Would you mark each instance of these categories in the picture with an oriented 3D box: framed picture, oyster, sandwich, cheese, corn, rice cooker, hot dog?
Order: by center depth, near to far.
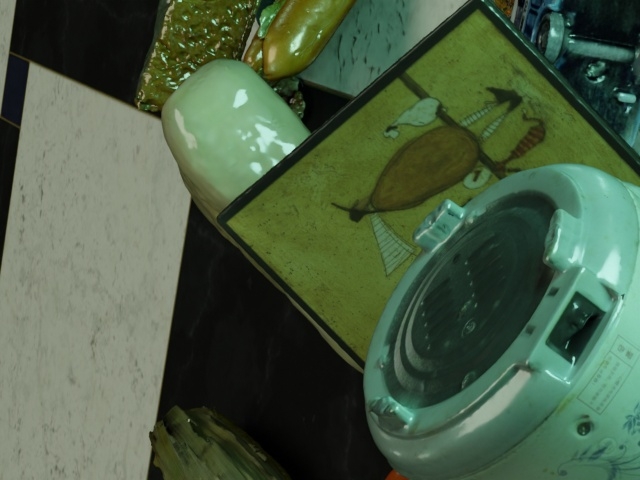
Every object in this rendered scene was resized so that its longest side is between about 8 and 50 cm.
[{"bbox_3d":[0.195,0.107,1.239,0.264,0.317,0.317,-59,25,-13],"label":"rice cooker"},{"bbox_3d":[0.101,-0.013,1.451,0.339,0.255,0.014,-38,10,38],"label":"framed picture"},{"bbox_3d":[0.000,0.000,1.733,0.351,0.129,0.328,47,177,6],"label":"cheese"},{"bbox_3d":[0.001,-0.252,1.762,0.249,0.068,0.100,-57,18,-22],"label":"hot dog"},{"bbox_3d":[-0.101,-0.289,1.850,0.271,0.099,0.301,-110,39,-71],"label":"sandwich"},{"bbox_3d":[-0.090,0.275,1.898,0.122,0.123,0.305,-49,33,-1],"label":"corn"},{"bbox_3d":[-0.064,-0.150,1.992,0.103,0.051,0.148,-67,23,17],"label":"oyster"}]

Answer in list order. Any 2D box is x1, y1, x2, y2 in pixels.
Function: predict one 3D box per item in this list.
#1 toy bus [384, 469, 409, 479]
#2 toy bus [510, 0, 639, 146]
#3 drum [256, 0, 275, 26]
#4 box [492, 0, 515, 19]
[{"bbox_3d":[0.027,0.328,1.652,0.329,0.153,0.143,-56,39,43],"label":"toy bus"},{"bbox_3d":[0.220,-0.232,1.410,0.131,0.106,0.297,-122,42,-72],"label":"toy bus"},{"bbox_3d":[-0.018,-0.340,1.934,0.130,0.049,0.253,13,95,63],"label":"drum"},{"bbox_3d":[0.179,-0.210,1.583,0.155,0.023,0.087,-57,42,42],"label":"box"}]
